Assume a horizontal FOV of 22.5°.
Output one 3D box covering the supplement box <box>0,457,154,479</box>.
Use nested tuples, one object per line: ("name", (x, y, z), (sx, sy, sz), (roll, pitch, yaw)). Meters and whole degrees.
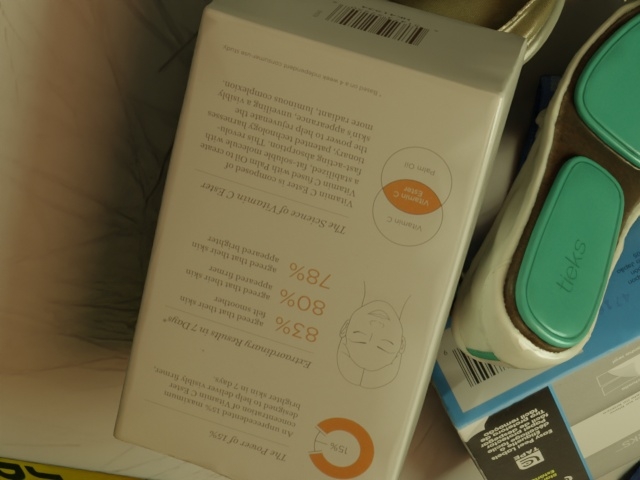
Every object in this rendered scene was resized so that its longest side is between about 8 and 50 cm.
("supplement box", (-0.245, 0.298, 1.248), (0.357, 0.194, 0.195), (17, 106, -41))

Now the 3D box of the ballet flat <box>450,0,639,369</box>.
("ballet flat", (0.213, -0.056, 1.336), (0.400, 0.139, 0.139), (-58, 139, -30))

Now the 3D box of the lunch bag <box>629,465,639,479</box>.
("lunch bag", (0.377, 0.288, 1.772), (0.067, 0.065, 0.098), (-42, 133, -28))

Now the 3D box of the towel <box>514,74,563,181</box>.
("towel", (0.317, -0.045, 1.479), (0.285, 0.034, 0.209), (4, 116, -12))

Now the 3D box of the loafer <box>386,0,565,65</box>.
("loafer", (0.093, -0.159, 1.278), (0.251, 0.094, 0.087), (-44, 137, -5))

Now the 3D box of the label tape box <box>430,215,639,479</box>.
("label tape box", (0.253, 0.145, 1.489), (0.249, 0.115, 0.347), (-28, 143, 2))

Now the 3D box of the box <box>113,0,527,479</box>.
("box", (0.000, 0.000, 1.194), (0.168, 0.215, 0.345), (-57, 163, -66))

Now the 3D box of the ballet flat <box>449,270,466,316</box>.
("ballet flat", (0.087, 0.101, 1.460), (0.168, 0.057, 0.052), (-50, 143, 1))
